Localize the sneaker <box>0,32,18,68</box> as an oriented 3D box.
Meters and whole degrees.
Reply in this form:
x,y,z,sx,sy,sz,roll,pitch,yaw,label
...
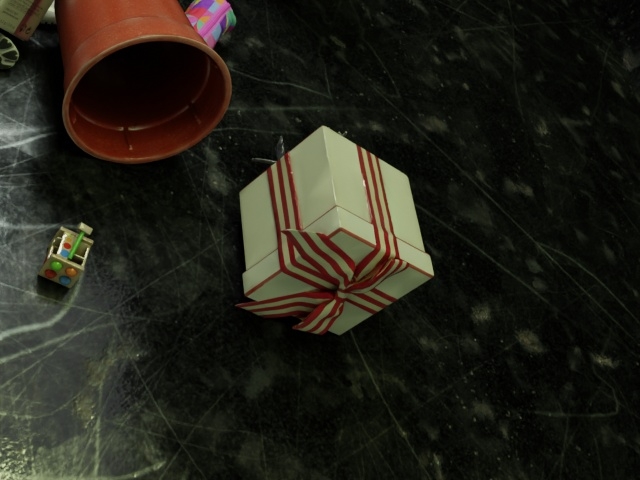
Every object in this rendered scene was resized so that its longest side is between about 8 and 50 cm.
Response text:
x,y,z,sx,sy,sz,roll,pitch,yaw,label
-0.559,-0.344,1.484,0.170,0.068,0.071,34,29,-18,sneaker

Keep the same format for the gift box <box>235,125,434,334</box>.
x,y,z,sx,sy,sz,roll,pitch,yaw,label
0.000,0.000,1.538,0.276,0.255,0.258,21,44,-35,gift box

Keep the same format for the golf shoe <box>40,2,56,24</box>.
x,y,z,sx,sy,sz,roll,pitch,yaw,label
-0.512,-0.440,1.585,0.176,0.086,0.069,28,41,-23,golf shoe

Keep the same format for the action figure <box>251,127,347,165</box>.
x,y,z,sx,sy,sz,roll,pitch,yaw,label
0.013,-0.128,1.737,0.276,0.141,0.164,10,57,-39,action figure

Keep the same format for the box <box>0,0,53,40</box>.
x,y,z,sx,sy,sz,roll,pitch,yaw,label
-0.486,-0.462,1.467,0.149,0.232,0.127,36,4,9,box

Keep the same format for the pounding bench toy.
x,y,z,sx,sy,sz,roll,pitch,yaw,label
-0.363,0.019,1.334,0.052,0.083,0.065,27,43,-22,pounding bench toy

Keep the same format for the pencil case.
x,y,z,sx,sy,sz,roll,pitch,yaw,label
-0.240,-0.389,1.766,0.104,0.104,0.236,35,41,-12,pencil case

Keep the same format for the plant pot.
x,y,z,sx,sy,sz,roll,pitch,yaw,label
-0.317,-0.317,1.533,0.272,0.272,0.265,5,47,-38,plant pot
